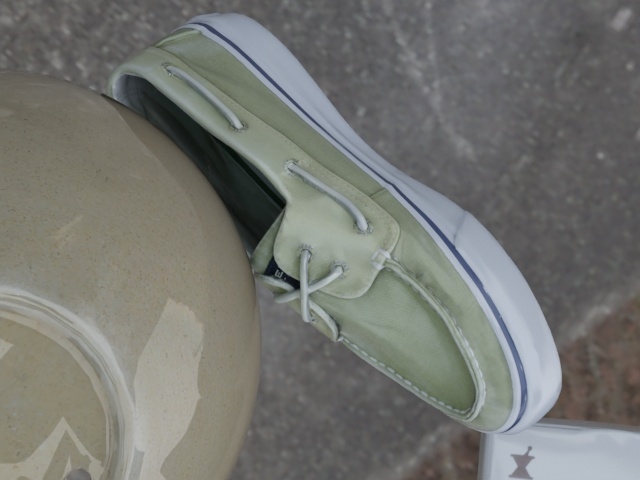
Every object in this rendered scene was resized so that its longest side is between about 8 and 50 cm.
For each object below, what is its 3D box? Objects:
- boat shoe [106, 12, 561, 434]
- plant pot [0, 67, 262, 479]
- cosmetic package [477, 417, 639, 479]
[{"bbox_3d":[0.000,0.000,0.883,0.094,0.302,0.109,-30,158,-40],"label":"boat shoe"},{"bbox_3d":[-0.157,0.067,0.749,0.284,0.191,0.284,-2,99,-9],"label":"plant pot"},{"bbox_3d":[0.173,0.193,1.030,0.184,0.151,0.151,41,53,-83],"label":"cosmetic package"}]
